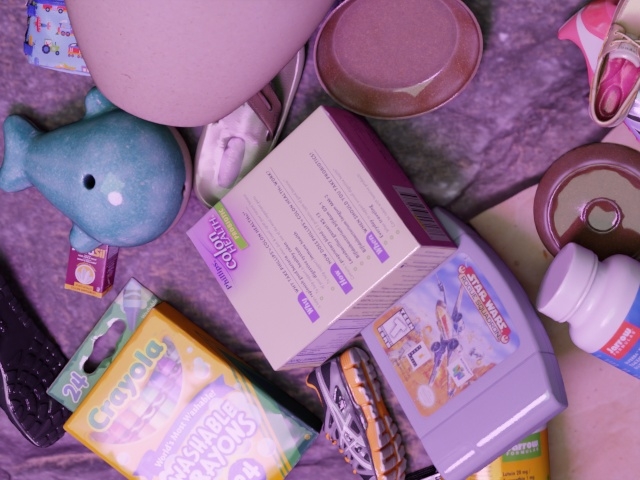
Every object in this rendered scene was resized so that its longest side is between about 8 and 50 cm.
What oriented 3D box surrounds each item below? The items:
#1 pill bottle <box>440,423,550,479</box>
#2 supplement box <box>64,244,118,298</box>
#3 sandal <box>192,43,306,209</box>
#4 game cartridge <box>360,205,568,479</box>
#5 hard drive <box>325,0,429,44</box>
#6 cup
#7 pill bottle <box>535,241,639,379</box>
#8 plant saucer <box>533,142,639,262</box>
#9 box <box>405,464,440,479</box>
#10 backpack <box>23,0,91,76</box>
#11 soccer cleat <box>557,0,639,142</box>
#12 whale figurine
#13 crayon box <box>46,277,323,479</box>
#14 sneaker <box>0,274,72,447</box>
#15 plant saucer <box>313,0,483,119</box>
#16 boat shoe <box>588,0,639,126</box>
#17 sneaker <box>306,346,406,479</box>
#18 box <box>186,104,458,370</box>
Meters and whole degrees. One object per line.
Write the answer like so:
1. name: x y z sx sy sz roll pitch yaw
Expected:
1. pill bottle: 0.215 0.272 1.713 0.136 0.136 0.246 -3 92 15
2. supplement box: -0.300 0.026 1.823 0.055 0.043 0.083 14 109 10
3. sandal: -0.093 -0.168 1.690 0.120 0.086 0.303 14 109 9
4. game cartridge: 0.160 0.114 1.656 0.198 0.062 0.297 -43 60 24
5. hard drive: 0.039 -0.378 1.612 0.172 0.054 0.255 -25 100 19
6. cup: -0.146 -0.267 1.517 0.331 0.331 0.237 24 125 6
7. pill bottle: 0.370 0.093 1.621 0.221 0.124 0.124 26 111 -6
8. plant saucer: 0.339 -0.032 1.659 0.168 0.029 0.169 3 107 12
9. box: 0.114 0.374 1.832 0.207 0.036 0.114 -24 100 19
10. backpack: -0.276 -0.294 1.682 0.158 0.117 0.173 14 107 8
11. soccer cleat: 0.366 -0.163 1.592 0.095 0.083 0.248 -25 99 35
12. whale figurine: -0.299 -0.088 1.732 0.272 0.141 0.216 13 101 18
13. crayon box: -0.186 0.227 1.810 0.323 0.083 0.203 37 96 1
14. sneaker: -0.440 0.154 1.884 0.124 0.107 0.283 -6 116 45
15. plant saucer: 0.090 -0.228 1.619 0.198 0.036 0.199 -2 134 -2
16. boat shoe: 0.337 -0.202 1.513 0.063 0.059 0.170 17 106 12
17. sneaker: 0.048 0.248 1.786 0.083 0.084 0.215 -19 87 21
18. box: 0.000 0.000 1.665 0.243 0.117 0.214 -42 70 20
